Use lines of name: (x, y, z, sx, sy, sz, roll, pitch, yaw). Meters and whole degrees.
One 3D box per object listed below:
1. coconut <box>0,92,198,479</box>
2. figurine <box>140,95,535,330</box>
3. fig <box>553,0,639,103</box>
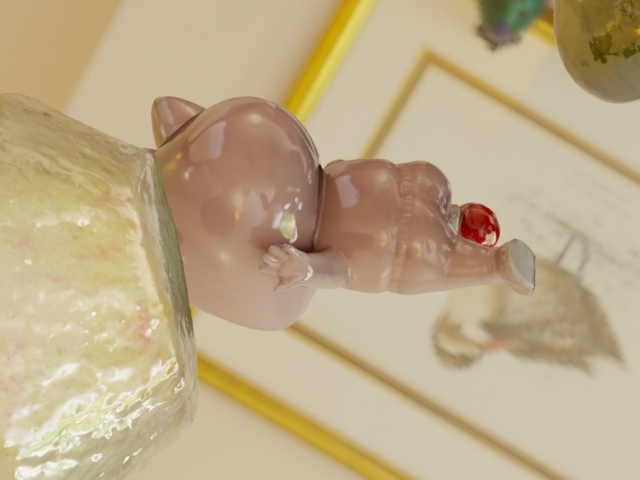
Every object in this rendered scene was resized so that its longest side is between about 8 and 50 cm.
coconut: (-0.198, 0.046, 1.004, 0.259, 0.259, 0.259, 28, -167, -7)
figurine: (0.000, 0.000, 1.309, 0.287, 0.186, 0.176, 5, -127, -10)
fig: (0.218, -0.221, 1.491, 0.236, 0.124, 0.124, 53, -172, -14)
